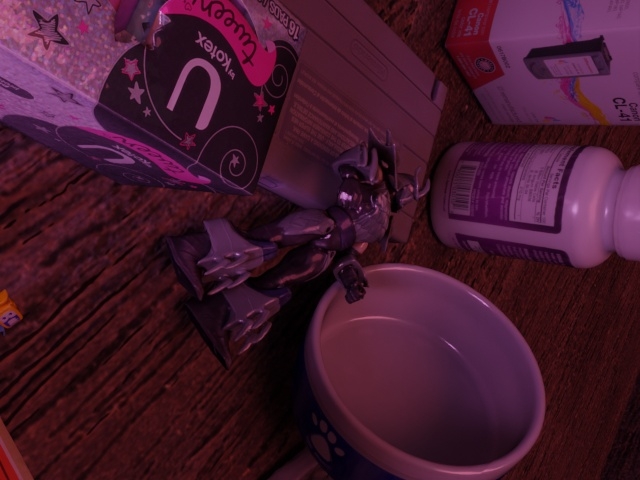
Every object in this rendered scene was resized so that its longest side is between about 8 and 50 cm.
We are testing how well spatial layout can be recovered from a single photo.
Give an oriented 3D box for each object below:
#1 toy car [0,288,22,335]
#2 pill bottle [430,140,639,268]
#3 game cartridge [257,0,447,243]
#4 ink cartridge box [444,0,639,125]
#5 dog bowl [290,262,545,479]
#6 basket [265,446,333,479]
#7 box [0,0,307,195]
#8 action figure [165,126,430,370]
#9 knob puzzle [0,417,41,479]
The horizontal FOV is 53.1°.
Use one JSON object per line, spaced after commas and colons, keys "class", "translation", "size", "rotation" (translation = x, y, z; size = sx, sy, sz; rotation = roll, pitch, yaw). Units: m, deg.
{"class": "toy car", "translation": [-0.239, 0.100, 0.445], "size": [0.122, 0.060, 0.041], "rotation": [-53, 152, -25]}
{"class": "pill bottle", "translation": [0.323, -0.052, 0.909], "size": [0.169, 0.301, 0.169], "rotation": [-15, 110, -49]}
{"class": "game cartridge", "translation": [0.018, -0.143, 0.709], "size": [0.355, 0.068, 0.230], "rotation": [25, 83, -50]}
{"class": "ink cartridge box", "translation": [0.366, -0.272, 0.910], "size": [0.226, 0.306, 0.131], "rotation": [38, 69, -48]}
{"class": "dog bowl", "translation": [0.103, 0.156, 0.708], "size": [0.265, 0.265, 0.104], "rotation": [-33, 154, -42]}
{"class": "basket", "translation": [0.015, 0.463, 0.678], "size": [0.328, 0.266, 0.332], "rotation": [-29, 122, -45]}
{"class": "box", "translation": [-0.154, -0.139, 0.410], "size": [0.247, 0.163, 0.142], "rotation": [29, 74, -50]}
{"class": "action figure", "translation": [0.000, 0.000, 0.630], "size": [0.285, 0.099, 0.185], "rotation": [-28, 133, -22]}
{"class": "knob puzzle", "translation": [-0.275, 0.242, 0.454], "size": [0.213, 0.030, 0.213], "rotation": [-15, 109, -49]}
